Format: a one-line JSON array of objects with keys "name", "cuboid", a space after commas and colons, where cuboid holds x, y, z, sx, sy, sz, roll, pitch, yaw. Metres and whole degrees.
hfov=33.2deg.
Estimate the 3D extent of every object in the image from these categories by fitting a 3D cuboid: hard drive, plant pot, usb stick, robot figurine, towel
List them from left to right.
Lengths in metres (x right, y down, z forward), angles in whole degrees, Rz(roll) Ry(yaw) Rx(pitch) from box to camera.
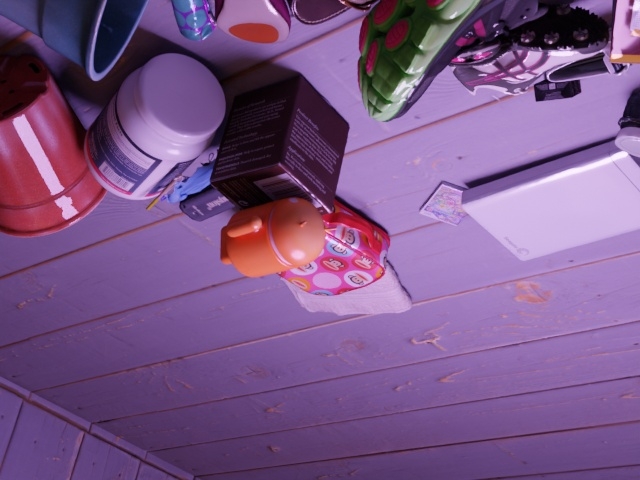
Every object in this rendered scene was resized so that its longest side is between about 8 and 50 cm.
[{"name": "plant pot", "cuboid": [-0.572, -0.195, 2.063, 0.272, 0.272, 0.265, 2, 140, 16]}, {"name": "plant pot", "cuboid": [-0.405, -0.451, 1.522, 0.334, 0.341, 0.341, 24, 148, -5]}, {"name": "usb stick", "cuboid": [-0.193, -0.101, 2.267, 0.278, 0.045, 0.077, -20, 138, 42]}, {"name": "robot figurine", "cuboid": [-0.080, -0.006, 1.909, 0.219, 0.128, 0.158, -14, 120, 38]}, {"name": "towel", "cuboid": [0.058, 0.113, 2.528, 0.282, 0.049, 0.187, -3, 147, 23]}, {"name": "hard drive", "cuboid": [0.482, -0.071, 2.065, 0.353, 0.047, 0.233, -18, 138, 38]}]

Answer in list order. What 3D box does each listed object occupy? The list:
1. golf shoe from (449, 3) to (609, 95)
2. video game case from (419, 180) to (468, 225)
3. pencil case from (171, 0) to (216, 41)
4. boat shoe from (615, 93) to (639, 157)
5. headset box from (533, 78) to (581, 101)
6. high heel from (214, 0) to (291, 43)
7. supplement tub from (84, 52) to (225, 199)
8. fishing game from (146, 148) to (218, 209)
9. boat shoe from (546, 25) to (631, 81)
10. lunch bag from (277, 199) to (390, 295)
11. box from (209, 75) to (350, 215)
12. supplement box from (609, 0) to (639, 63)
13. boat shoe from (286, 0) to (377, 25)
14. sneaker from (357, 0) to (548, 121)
[{"name": "golf shoe", "cuboid": [0.329, -0.296, 1.692, 0.272, 0.105, 0.120, 2, 138, 35]}, {"name": "video game case", "cuboid": [0.263, -0.074, 2.183, 0.087, 0.011, 0.122, 18, 149, -10]}, {"name": "pencil case", "cuboid": [-0.213, -0.401, 1.761, 0.070, 0.065, 0.152, 7, 149, 12]}, {"name": "boat shoe", "cuboid": [0.648, -0.163, 1.821, 0.302, 0.091, 0.114, 20, 168, -16]}, {"name": "headset box", "cuboid": [0.395, -0.253, 1.784, 0.062, 0.032, 0.083, -4, -169, 26]}, {"name": "high heel", "cuboid": [-0.115, -0.440, 1.675, 0.127, 0.181, 0.377, 2, 169, 9]}, {"name": "supplement tub", "cuboid": [-0.309, -0.207, 1.989, 0.191, 0.191, 0.272, 26, 147, -22]}, {"name": "fishing game", "cuboid": [-0.222, -0.135, 2.079, 0.041, 0.264, 0.189, 57, 140, 4]}, {"name": "boat shoe", "cuboid": [0.463, -0.292, 1.689, 0.226, 0.076, 0.083, -11, 143, 33]}, {"name": "lunch bag", "cuboid": [0.000, 0.000, 2.292, 0.293, 0.120, 0.258, 33, 143, -30]}, {"name": "box", "cuboid": [-0.071, -0.159, 1.974, 0.167, 0.203, 0.168, -12, 141, 35]}, {"name": "supplement box", "cuboid": [0.513, -0.358, 1.510, 0.191, 0.129, 0.194, 4, 148, 12]}, {"name": "boat shoe", "cuboid": [0.046, -0.407, 1.600, 0.123, 0.123, 0.342, 28, 146, -24]}, {"name": "sneaker", "cuboid": [0.216, -0.330, 1.571, 0.202, 0.185, 0.483, 10, 143, -31]}]
